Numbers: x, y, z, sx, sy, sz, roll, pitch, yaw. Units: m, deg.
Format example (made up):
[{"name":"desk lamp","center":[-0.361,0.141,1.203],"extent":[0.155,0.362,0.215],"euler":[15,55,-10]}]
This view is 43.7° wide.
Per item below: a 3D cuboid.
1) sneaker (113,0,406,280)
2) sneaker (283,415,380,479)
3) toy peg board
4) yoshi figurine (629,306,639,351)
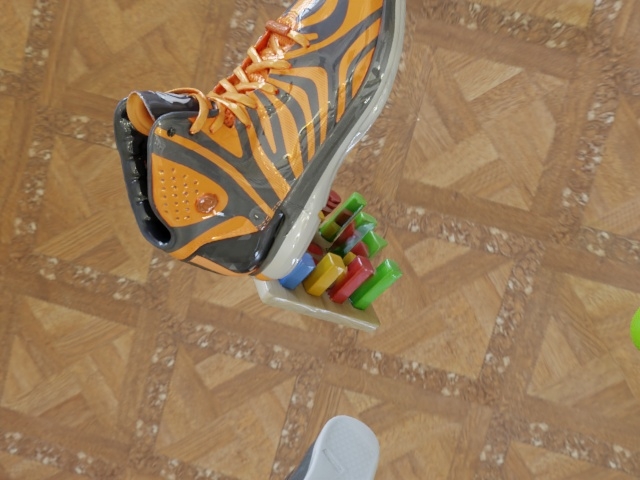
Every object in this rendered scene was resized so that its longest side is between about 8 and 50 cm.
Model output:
[{"name":"sneaker","center":[-0.056,-0.121,0.654],"extent":[0.180,0.125,0.321],"euler":[15,100,-35]},{"name":"sneaker","center":[-0.025,0.333,0.878],"extent":[0.105,0.296,0.146],"euler":[30,121,6]},{"name":"toy peg board","center":[0.000,0.000,0.859],"extent":[0.161,0.161,0.079],"euler":[20,123,-40]},{"name":"yoshi figurine","center":[0.410,0.027,0.572],"extent":[0.362,0.203,0.203],"euler":[-7,107,45]}]
